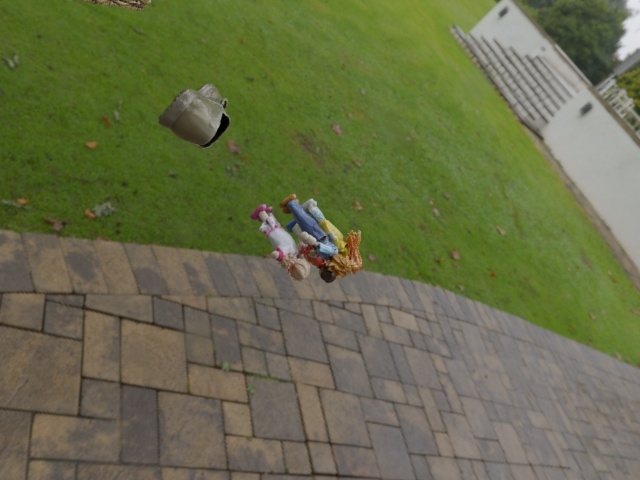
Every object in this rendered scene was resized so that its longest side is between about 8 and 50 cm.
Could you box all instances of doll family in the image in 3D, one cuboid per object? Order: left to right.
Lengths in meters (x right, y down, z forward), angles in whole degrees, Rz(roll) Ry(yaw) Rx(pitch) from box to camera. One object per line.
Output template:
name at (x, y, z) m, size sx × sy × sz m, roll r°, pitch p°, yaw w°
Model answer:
doll family at (0.000, 0.000, 0.950) m, size 0.163 × 0.118 × 0.263 m, roll 53°, pitch 11°, yaw 14°

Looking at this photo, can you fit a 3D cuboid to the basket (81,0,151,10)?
basket at (-0.445, -0.650, 1.153) m, size 0.213 × 0.223 × 0.299 m, roll 54°, pitch 24°, yaw -5°

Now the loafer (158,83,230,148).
loafer at (-0.118, -0.119, 0.543) m, size 0.050 × 0.056 × 0.148 m, roll 46°, pitch 15°, yaw -12°
